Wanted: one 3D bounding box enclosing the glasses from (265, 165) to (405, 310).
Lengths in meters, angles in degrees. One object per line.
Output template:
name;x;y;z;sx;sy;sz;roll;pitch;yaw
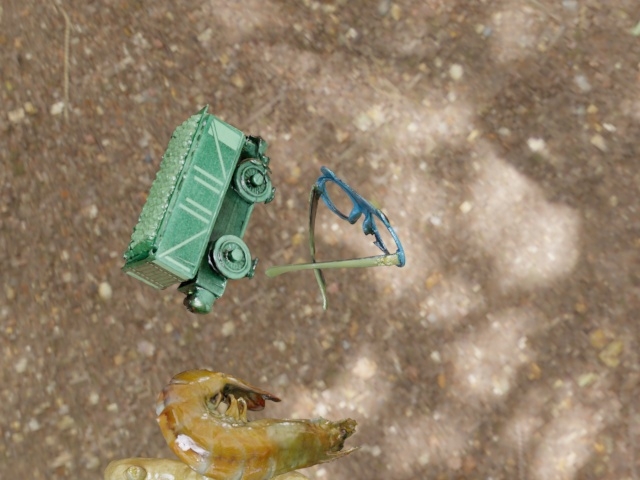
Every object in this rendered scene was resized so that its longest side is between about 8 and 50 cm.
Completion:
glasses;0.022;0.012;1.878;0.102;0.239;0.207;27;104;-47

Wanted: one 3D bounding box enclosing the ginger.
ginger;-0.154;0.338;1.616;0.299;0.065;0.118;3;157;2

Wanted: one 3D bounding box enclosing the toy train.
toy train;-0.155;-0.035;1.550;0.154;0.115;0.269;28;64;-22

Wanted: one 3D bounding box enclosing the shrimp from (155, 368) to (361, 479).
shrimp;-0.065;0.200;1.247;0.249;0.150;0.068;14;127;-35
